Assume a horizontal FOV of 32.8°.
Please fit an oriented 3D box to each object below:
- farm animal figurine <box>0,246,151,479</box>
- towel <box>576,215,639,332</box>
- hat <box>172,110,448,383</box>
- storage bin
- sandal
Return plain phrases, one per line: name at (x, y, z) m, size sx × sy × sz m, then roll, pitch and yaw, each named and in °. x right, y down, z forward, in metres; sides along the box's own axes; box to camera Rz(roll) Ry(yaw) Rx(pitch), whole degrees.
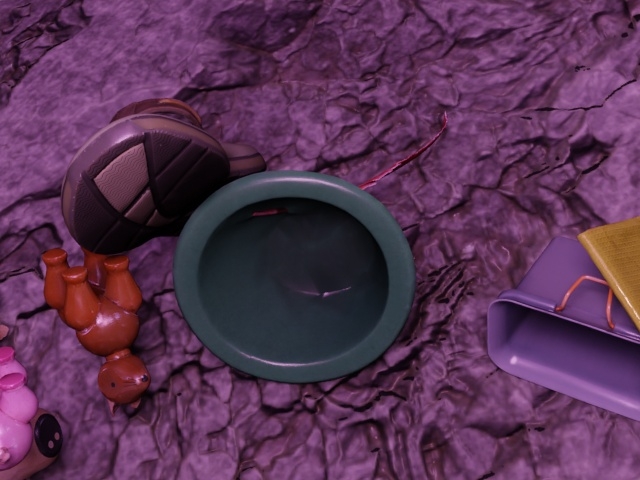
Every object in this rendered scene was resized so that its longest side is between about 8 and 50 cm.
farm animal figurine at (-0.286, 0.130, 0.779) m, size 0.327 × 0.172 × 0.330 m, roll 9°, pitch 28°, yaw 30°
towel at (0.264, 0.083, 0.708) m, size 0.102 × 0.021 × 0.237 m, roll -11°, pitch 63°, yaw -38°
hat at (0.000, 0.000, 0.890) m, size 0.209 × 0.172 × 0.183 m, roll 0°, pitch 20°, yaw 5°
storage bin at (0.199, 0.051, 0.779) m, size 0.135 × 0.098 × 0.091 m, roll 17°, pitch 51°, yaw 25°
sandal at (-0.124, -0.056, 0.820) m, size 0.120 × 0.303 × 0.086 m, roll -35°, pitch 86°, yaw 7°
